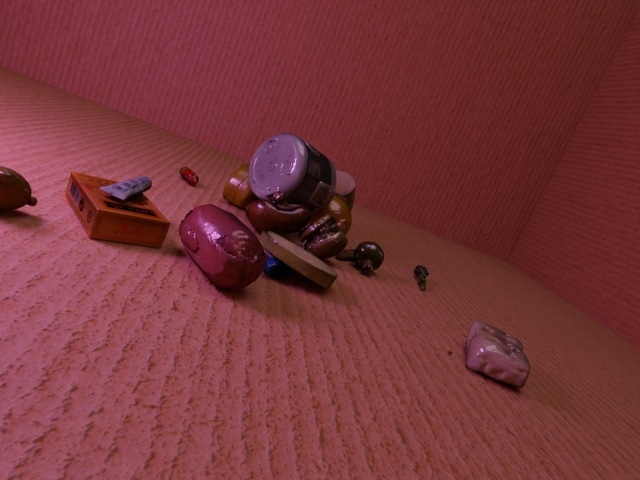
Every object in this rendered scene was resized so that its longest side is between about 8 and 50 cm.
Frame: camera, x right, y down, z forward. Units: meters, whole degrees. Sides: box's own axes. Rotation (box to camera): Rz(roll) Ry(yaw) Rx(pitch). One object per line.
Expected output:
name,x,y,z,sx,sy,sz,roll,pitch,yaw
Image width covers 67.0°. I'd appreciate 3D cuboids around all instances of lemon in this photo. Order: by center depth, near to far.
lemon,0.029,-0.092,1.964,0.188,0.188,0.256,14,20,-36

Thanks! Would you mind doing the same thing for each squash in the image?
squash,-0.066,0.052,1.383,0.252,0.048,0.252,33,4,-3

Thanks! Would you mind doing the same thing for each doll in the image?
doll,-0.711,-0.107,0.996,0.210,0.097,0.137,6,-18,-3

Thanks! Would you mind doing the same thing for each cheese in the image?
cheese,0.480,0.302,1.317,0.159,0.093,0.263,26,12,10

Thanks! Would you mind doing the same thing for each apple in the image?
apple,0.018,-0.193,2.281,0.258,0.233,0.295,12,27,15

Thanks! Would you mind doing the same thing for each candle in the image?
candle,-0.539,-0.262,1.999,0.052,0.052,0.131,12,18,-41

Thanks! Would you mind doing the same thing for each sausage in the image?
sausage,-0.237,0.010,1.145,0.152,0.152,0.280,11,19,-43

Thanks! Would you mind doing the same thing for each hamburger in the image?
hamburger,0.000,0.000,1.649,0.131,0.185,0.159,64,-9,10

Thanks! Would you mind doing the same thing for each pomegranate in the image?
pomegranate,0.173,0.069,1.762,0.115,0.114,0.142,22,38,-5

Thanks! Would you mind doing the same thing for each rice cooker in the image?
rice cooker,-0.099,-0.241,1.837,0.288,0.288,0.277,33,5,39

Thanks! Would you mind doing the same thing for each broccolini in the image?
broccolini,0.406,0.146,1.929,0.067,0.058,0.216,27,13,4

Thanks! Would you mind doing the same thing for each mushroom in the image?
mushroom,-0.149,-0.077,1.688,0.232,0.138,0.194,5,-18,-15

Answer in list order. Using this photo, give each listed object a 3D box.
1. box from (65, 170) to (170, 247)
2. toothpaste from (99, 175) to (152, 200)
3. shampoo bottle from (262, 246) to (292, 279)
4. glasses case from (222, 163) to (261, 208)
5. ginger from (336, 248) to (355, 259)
box,-0.512,-0.079,1.209,0.174,0.076,0.274,10,18,-42
toothpaste,-0.485,-0.136,1.241,0.064,0.041,0.218,28,15,-3
shampoo bottle,-0.156,0.048,1.357,0.087,0.050,0.183,16,14,-42
glasses case,-0.266,-0.227,2.045,0.141,0.173,0.371,28,13,7
ginger,0.102,0.053,1.826,0.137,0.044,0.057,6,39,-49
